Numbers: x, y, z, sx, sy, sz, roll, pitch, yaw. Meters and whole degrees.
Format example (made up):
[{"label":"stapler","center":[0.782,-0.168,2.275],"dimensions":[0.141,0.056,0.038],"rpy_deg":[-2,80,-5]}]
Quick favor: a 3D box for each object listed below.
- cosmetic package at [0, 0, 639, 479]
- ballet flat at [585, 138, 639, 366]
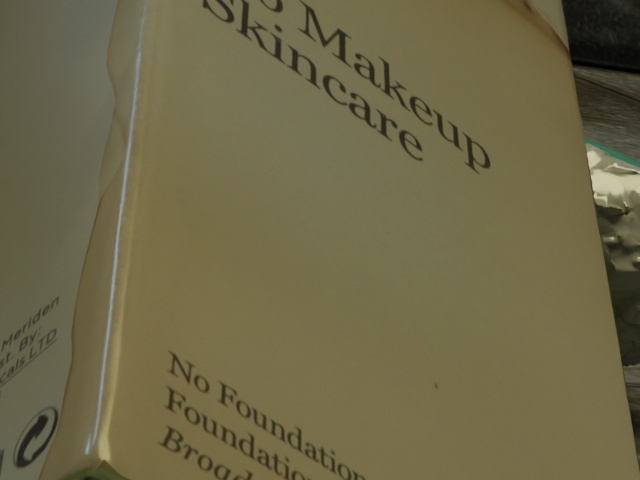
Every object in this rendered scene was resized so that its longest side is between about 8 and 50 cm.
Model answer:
[{"label":"cosmetic package","center":[-0.016,0.008,0.501],"dimensions":[0.160,0.113,0.309],"rpy_deg":[34,33,-26]},{"label":"ballet flat","center":[0.000,0.000,1.022],"dimensions":[0.409,0.147,0.147],"rpy_deg":[16,13,39]}]
